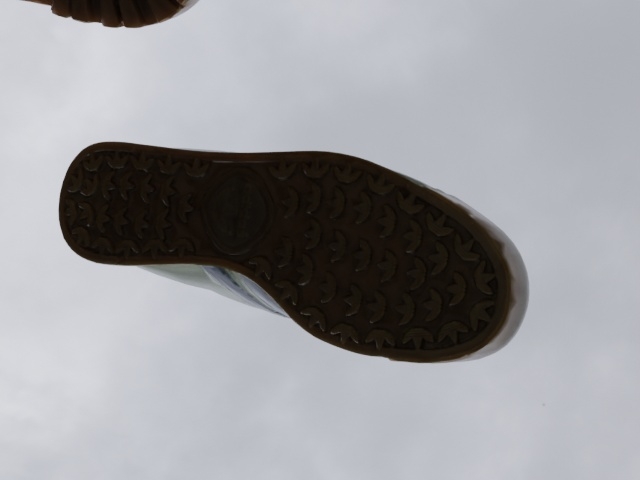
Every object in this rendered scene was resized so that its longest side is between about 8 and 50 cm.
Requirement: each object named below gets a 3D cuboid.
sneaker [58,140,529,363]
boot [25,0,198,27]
[{"bbox_3d":[0.000,0.000,0.493,0.192,0.086,0.064,13,-87,31],"label":"sneaker"},{"bbox_3d":[-0.096,-0.113,0.437,0.158,0.084,0.059,19,-61,14],"label":"boot"}]
